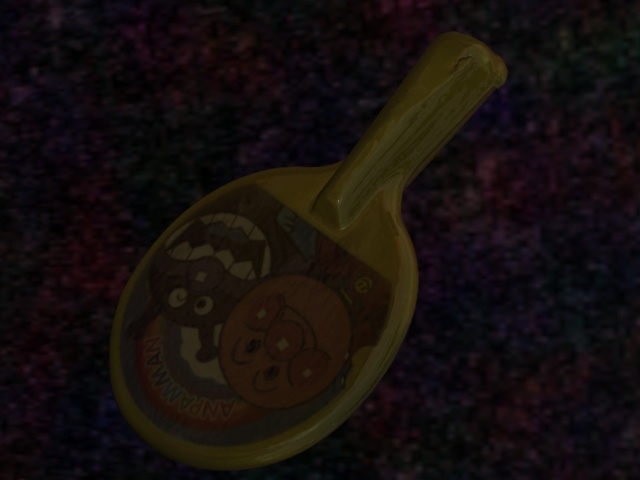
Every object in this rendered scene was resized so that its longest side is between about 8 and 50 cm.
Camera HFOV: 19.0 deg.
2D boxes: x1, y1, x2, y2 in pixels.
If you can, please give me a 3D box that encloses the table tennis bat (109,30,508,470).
[{"bbox_3d":[0.000,0.000,1.329,0.369,0.224,0.054,-49,142,-8],"label":"table tennis bat"}]
